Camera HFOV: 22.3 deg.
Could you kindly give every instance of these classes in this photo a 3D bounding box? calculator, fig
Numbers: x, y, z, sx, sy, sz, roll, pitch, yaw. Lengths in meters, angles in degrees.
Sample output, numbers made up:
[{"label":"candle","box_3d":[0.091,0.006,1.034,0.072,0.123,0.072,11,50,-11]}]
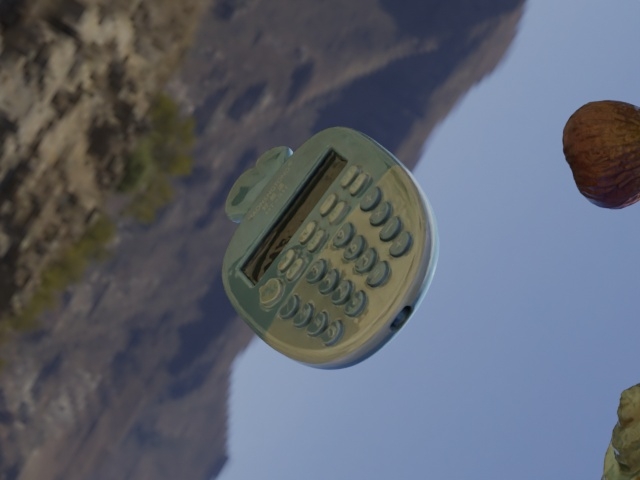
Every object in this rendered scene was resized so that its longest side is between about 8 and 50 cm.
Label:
[{"label":"calculator","box_3d":[0.000,0.000,1.362,0.188,0.042,0.303,-53,-148,6]},{"label":"fig","box_3d":[0.328,-0.082,1.711,0.153,0.119,0.119,27,-95,41]}]

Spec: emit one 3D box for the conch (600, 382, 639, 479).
[{"label":"conch","box_3d":[0.342,0.149,0.999,0.303,0.319,0.215,152,-55,-75]}]
